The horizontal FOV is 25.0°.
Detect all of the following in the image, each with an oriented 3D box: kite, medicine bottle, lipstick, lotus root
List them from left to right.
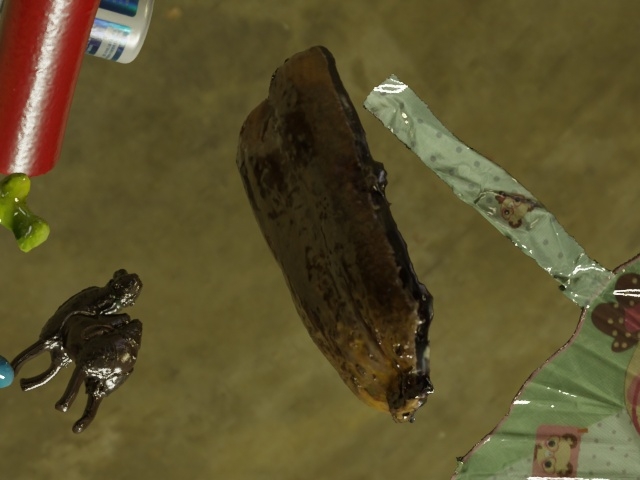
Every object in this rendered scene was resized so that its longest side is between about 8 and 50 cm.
[{"bbox_3d":[-0.222,-0.159,1.151,0.080,0.080,0.241,-8,139,-32],"label":"lipstick"},{"bbox_3d":[-0.286,-0.267,1.585,0.191,0.107,0.107,13,121,-19],"label":"medicine bottle"},{"bbox_3d":[0.000,0.001,1.131,0.078,0.329,0.167,-9,143,-19],"label":"lotus root"},{"bbox_3d":[0.112,0.023,0.571,0.250,0.012,0.229,37,99,-10],"label":"kite"}]

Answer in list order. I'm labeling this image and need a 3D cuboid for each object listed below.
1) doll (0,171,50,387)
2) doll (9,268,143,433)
[{"bbox_3d":[-0.281,-0.025,0.620,0.346,0.341,0.099,36,115,-10],"label":"doll"},{"bbox_3d":[-0.227,0.098,1.420,0.165,0.139,0.057,-49,131,-20],"label":"doll"}]
